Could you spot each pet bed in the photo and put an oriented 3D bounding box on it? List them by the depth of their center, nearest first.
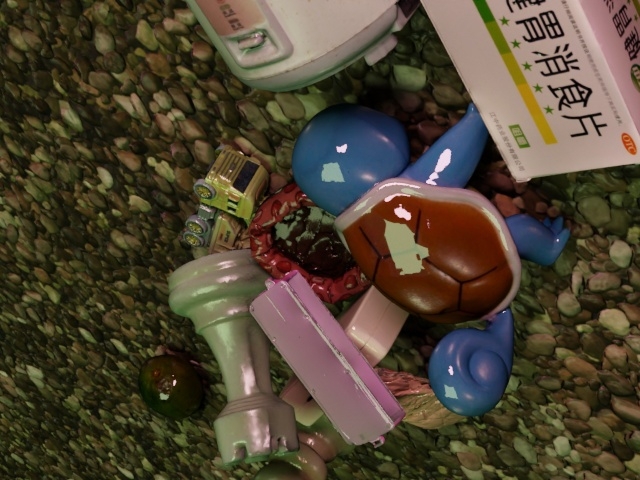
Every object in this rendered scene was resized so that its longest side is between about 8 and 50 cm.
[{"bbox_3d":[0.000,0.000,1.743,0.201,0.053,0.201,5,124,8],"label":"pet bed"}]

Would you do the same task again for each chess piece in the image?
[{"bbox_3d":[-0.114,0.178,1.845,0.194,0.194,0.299,-29,68,52],"label":"chess piece"},{"bbox_3d":[-0.028,0.354,2.024,0.133,0.243,0.133,23,142,19],"label":"chess piece"}]

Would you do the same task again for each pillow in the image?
[{"bbox_3d":[0.138,0.233,1.816,0.232,0.043,0.126,19,143,-35],"label":"pillow"}]

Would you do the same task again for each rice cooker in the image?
[{"bbox_3d":[-0.046,-0.324,1.307,0.316,0.264,0.317,23,144,18],"label":"rice cooker"}]

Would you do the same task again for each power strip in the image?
[{"bbox_3d":[0.007,0.168,1.732,0.279,0.037,0.109,53,137,0],"label":"power strip"}]

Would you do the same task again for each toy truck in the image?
[{"bbox_3d":[-0.127,-0.045,1.822,0.116,0.085,0.191,25,144,3],"label":"toy truck"}]

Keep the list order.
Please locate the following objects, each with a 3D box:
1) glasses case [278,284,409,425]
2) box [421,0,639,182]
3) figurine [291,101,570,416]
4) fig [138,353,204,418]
[{"bbox_3d":[0.035,0.168,1.864,0.070,0.131,0.313,35,144,-3],"label":"glasses case"},{"bbox_3d":[0.228,-0.236,1.259,0.173,0.145,0.333,-7,124,42],"label":"box"},{"bbox_3d":[0.137,0.005,1.547,0.416,0.243,0.298,59,145,4],"label":"figurine"},{"bbox_3d":[-0.263,0.287,2.288,0.117,0.117,0.177,12,147,32],"label":"fig"}]
